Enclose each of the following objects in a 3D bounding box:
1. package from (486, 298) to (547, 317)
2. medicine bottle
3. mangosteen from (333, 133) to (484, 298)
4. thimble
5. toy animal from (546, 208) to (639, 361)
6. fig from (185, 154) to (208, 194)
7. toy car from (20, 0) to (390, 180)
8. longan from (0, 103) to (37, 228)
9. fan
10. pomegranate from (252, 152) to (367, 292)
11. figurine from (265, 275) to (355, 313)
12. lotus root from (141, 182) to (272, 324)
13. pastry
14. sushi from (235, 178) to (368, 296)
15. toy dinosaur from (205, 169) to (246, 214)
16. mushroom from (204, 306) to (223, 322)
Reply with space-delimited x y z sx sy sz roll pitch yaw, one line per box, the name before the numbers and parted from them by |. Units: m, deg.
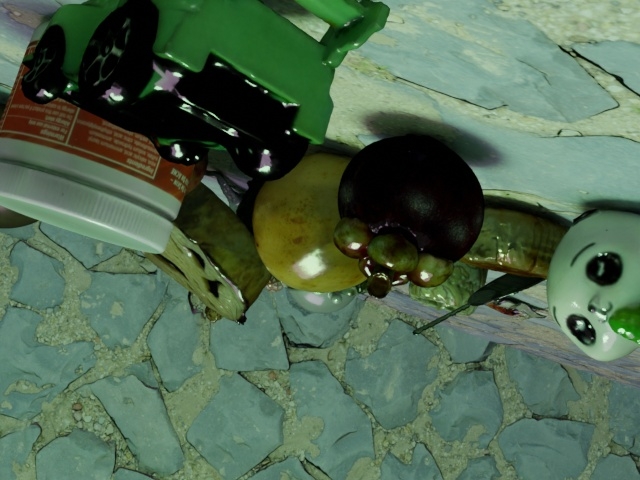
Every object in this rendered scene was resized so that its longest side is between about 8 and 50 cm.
package | 0.475 0.174 2.444 0.166 0.040 0.232 21 172 -31
medicine bottle | -0.287 -0.133 1.203 0.252 0.241 0.252 18 172 3
mangosteen | 0.108 -0.022 1.170 0.194 0.231 0.194 15 160 6
thimble | 0.248 0.059 1.743 0.137 0.144 0.190 14 172 13
toy animal | 0.440 0.073 1.227 0.266 0.213 0.212 10 172 4
fig | -0.265 -0.170 1.433 0.143 0.231 0.160 -26 -174 -17
toy car | -0.124 -0.173 0.877 0.213 0.177 0.358 24 173 -39
longan | -0.602 -0.148 1.800 0.300 0.243 0.300 -8 -161 3
fan | 0.321 0.082 1.564 0.294 0.012 0.223 -28 -177 -30
pomegranate | 0.000 -0.029 1.414 0.233 0.233 0.233 17 172 2
figurine | -0.005 0.101 2.318 0.281 0.167 0.370 -13 178 -12
lotus root | -0.239 0.008 1.696 0.390 0.111 0.375 23 148 42
pastry | 0.294 0.003 1.439 0.192 0.093 0.182 13 174 -31
sushi | 0.000 0.000 1.745 0.294 0.178 0.352 19 173 -26
toy dinosaur | -0.149 -0.077 1.943 0.129 0.076 0.383 20 162 13
mushroom | -0.243 0.060 2.349 0.208 0.301 0.233 49 156 1
